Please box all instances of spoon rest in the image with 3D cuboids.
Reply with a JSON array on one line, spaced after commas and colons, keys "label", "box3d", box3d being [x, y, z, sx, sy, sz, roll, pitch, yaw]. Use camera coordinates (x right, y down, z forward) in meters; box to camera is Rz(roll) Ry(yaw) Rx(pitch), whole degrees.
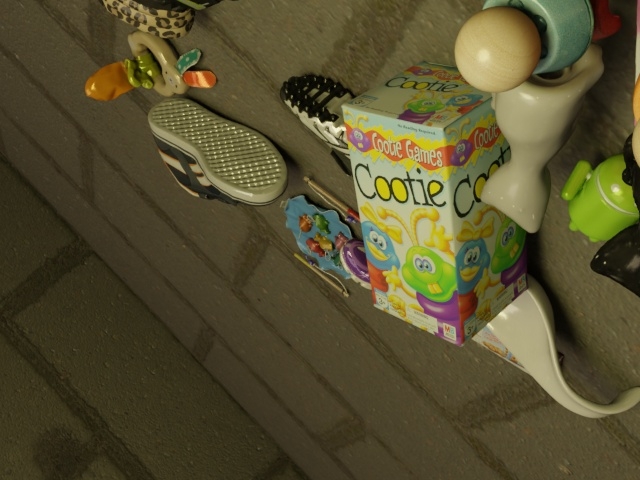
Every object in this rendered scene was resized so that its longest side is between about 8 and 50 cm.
[{"label": "spoon rest", "box3d": [0.295, 0.133, 0.981, 0.276, 0.084, 0.137, 43, 154, 8]}]

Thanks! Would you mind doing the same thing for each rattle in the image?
[{"label": "rattle", "box3d": [-0.291, -0.276, 1.255, 0.200, 0.143, 0.130, 36, 134, 36]}]

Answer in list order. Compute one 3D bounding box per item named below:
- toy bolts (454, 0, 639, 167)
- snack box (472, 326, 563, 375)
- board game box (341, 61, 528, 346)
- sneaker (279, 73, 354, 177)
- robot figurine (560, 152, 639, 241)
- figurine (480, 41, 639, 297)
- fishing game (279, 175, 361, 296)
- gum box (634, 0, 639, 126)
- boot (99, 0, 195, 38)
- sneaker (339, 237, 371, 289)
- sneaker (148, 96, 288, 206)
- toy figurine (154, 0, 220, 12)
[{"label": "toy bolts", "box3d": [0.201, -0.156, 0.488, 0.228, 0.158, 0.218, 25, 145, 40]}, {"label": "snack box", "box3d": [0.272, 0.148, 1.104, 0.178, 0.022, 0.064, 31, 149, 30]}, {"label": "board game box", "box3d": [0.139, -0.044, 0.856, 0.144, 0.142, 0.275, 22, 134, 42]}, {"label": "sneaker", "box3d": [0.036, -0.139, 1.005, 0.234, 0.078, 0.106, 33, 148, 24]}, {"label": "robot figurine", "box3d": [0.296, -0.043, 0.750, 0.101, 0.067, 0.115, 31, 151, 3]}, {"label": "figurine", "box3d": [0.237, -0.053, 0.660, 0.215, 0.092, 0.209, 35, 153, 26]}, {"label": "fishing game", "box3d": [0.000, 0.000, 1.298, 0.189, 0.041, 0.264, 39, 153, 12]}, {"label": "gum box", "box3d": [0.306, -0.168, 0.566, 0.107, 0.062, 0.188, 24, 145, 40]}, {"label": "boot", "box3d": [-0.292, -0.468, 0.995, 0.377, 0.138, 0.284, 39, 154, 8]}, {"label": "sneaker", "box3d": [0.108, 0.052, 1.170, 0.170, 0.068, 0.071, 38, 158, 3]}, {"label": "sneaker", "box3d": [-0.167, -0.130, 1.278, 0.321, 0.126, 0.127, 37, 151, 33]}, {"label": "toy figurine", "box3d": [-0.102, -0.360, 0.763, 0.148, 0.213, 0.209, 1, 126, 45]}]
